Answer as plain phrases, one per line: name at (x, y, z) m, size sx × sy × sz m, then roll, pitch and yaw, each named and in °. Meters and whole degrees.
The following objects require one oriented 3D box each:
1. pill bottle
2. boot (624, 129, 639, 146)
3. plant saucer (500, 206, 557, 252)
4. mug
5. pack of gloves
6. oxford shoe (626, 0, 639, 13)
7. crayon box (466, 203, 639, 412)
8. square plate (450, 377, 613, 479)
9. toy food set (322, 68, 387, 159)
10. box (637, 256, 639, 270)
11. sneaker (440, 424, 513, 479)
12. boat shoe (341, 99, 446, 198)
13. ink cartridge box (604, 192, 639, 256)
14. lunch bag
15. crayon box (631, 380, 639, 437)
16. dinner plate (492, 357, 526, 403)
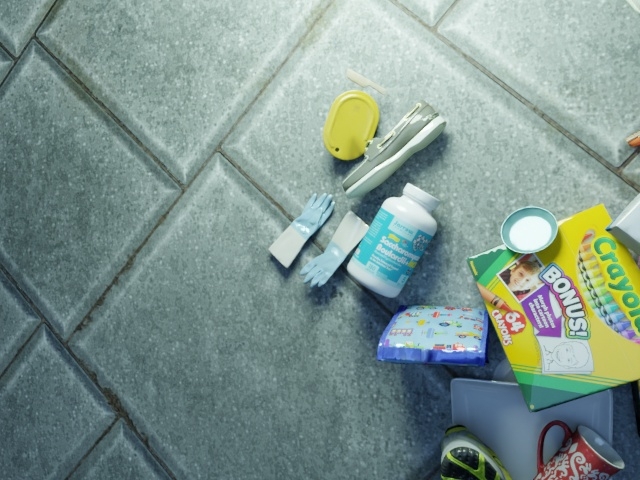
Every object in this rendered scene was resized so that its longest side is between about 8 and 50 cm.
pill bottle at (0.186, -0.004, 1.349) m, size 0.146 × 0.146 × 0.264 m, roll 31°, pitch 99°, yaw 17°
boot at (0.757, -0.219, 1.207) m, size 0.158 × 0.059 × 0.084 m, roll -12°, pitch 90°, yaw 17°
plant saucer at (0.463, -0.019, 1.224) m, size 0.120 × 0.021 × 0.119 m, roll -16°, pitch 54°, yaw 23°
mug at (0.541, 0.489, 1.199) m, size 0.113 × 0.150 × 0.169 m, roll 26°, pitch 109°, yaw -22°
pack of gloves at (0.000, 0.000, 1.478) m, size 0.195 × 0.046 × 0.232 m, roll 44°, pitch 99°, yaw 26°
oxford shoe at (0.787, -0.509, 1.165) m, size 0.169 × 0.130 × 0.449 m, roll -35°, pitch 77°, yaw 17°
crayon box at (0.539, 0.149, 1.203) m, size 0.313 × 0.106 × 0.362 m, roll -25°, pitch 66°, yaw 18°
square plate at (0.484, 0.493, 1.283) m, size 0.348 × 0.049 × 0.343 m, roll -1°, pitch 93°, yaw 19°
toy food set at (0.083, -0.317, 1.437) m, size 0.128 × 0.071 × 0.217 m, roll 20°, pitch 98°, yaw -6°
box at (0.765, -0.029, 1.165) m, size 0.128 × 0.123 × 0.256 m, roll 11°, pitch 93°, yaw 20°
sneaker at (0.395, 0.572, 1.228) m, size 0.145 × 0.147 × 0.384 m, roll -26°, pitch 103°, yaw 16°
boat shoe at (0.168, -0.224, 1.382) m, size 0.305 × 0.109 × 0.091 m, roll -39°, pitch 77°, yaw 8°
ink cartridge box at (0.694, -0.058, 1.034) m, size 0.168 × 0.171 × 0.232 m, roll 44°, pitch 103°, yaw 17°
lunch bag at (0.261, 0.228, 1.242) m, size 0.221 × 0.293 × 0.138 m, roll 1°, pitch 89°, yaw 19°
crayon box at (0.838, 0.319, 1.156) m, size 0.323 × 0.083 × 0.202 m, roll -7°, pitch 87°, yaw 19°
dinner plate at (0.483, 0.340, 1.312) m, size 0.141 × 0.017 × 0.141 m, roll 0°, pitch 91°, yaw 19°
